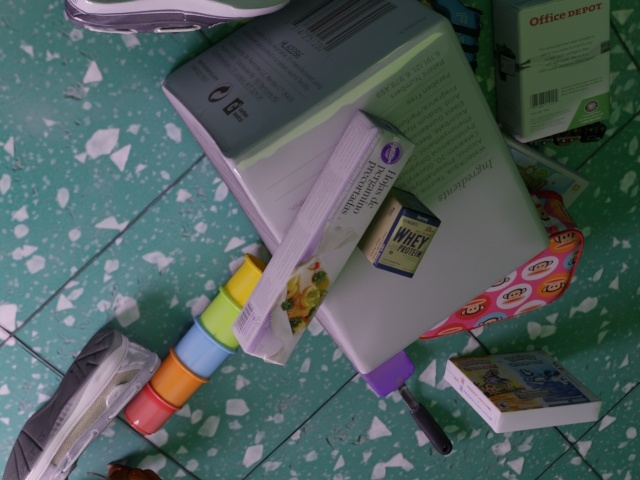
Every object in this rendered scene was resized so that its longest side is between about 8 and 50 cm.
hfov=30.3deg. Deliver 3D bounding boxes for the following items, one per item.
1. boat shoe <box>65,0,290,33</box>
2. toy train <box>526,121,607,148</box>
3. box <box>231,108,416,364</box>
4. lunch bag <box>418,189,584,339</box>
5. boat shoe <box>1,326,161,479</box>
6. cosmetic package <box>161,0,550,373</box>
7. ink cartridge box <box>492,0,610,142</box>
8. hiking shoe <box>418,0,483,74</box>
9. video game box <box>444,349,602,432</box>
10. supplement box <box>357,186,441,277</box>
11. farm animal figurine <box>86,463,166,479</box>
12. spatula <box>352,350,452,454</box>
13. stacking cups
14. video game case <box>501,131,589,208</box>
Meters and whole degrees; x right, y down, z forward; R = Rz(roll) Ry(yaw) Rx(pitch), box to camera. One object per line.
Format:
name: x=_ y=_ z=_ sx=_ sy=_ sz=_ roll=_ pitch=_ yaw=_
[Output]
boat shoe: x=-0.185 y=-0.320 z=1.554 sx=0.301 sy=0.108 sz=0.102 roll=-8 pitch=161 yaw=-18
toy train: x=0.399 y=-0.172 z=1.937 sx=0.158 sy=0.027 sz=0.036 roll=-6 pitch=128 yaw=-22
box: x=0.000 y=0.000 z=1.424 sx=0.063 sy=0.067 sz=0.324 roll=22 pitch=105 yaw=-31
lunch bag: x=0.264 y=0.055 z=1.896 sx=0.293 sy=0.120 sz=0.258 roll=-14 pitch=143 yaw=-11
boat shoe: x=-0.365 y=0.281 z=1.763 sx=0.103 sy=0.118 sz=0.320 roll=33 pitch=91 yaw=-29
cosmetic package: x=0.049 y=-0.107 z=1.626 sx=0.327 sy=0.329 sz=0.393 roll=-35 pitch=123 yaw=-5
ink cartridge box: x=0.357 y=-0.281 z=1.821 sx=0.160 sy=0.092 sz=0.219 roll=-16 pitch=120 yaw=-15
hiking shoe: x=0.199 y=-0.280 z=1.738 sx=0.132 sy=0.113 sz=0.304 roll=-35 pitch=124 yaw=-4
video game box: x=0.346 y=0.256 z=2.030 sx=0.205 sy=0.187 sz=0.048 roll=-3 pitch=112 yaw=-24
supplement box: x=0.091 y=-0.013 z=1.444 sx=0.056 sy=0.083 sz=0.083 roll=17 pitch=108 yaw=-29
farm animal figurine: x=-0.380 y=0.493 z=1.821 sx=0.327 sy=0.172 sz=0.330 roll=-31 pitch=137 yaw=-60
spatula: x=0.158 y=0.280 z=2.049 sx=0.084 sy=0.030 sz=0.296 roll=-39 pitch=124 yaw=-5
stacking cups: x=-0.180 y=0.166 z=1.800 sx=0.316 sy=0.096 sz=0.096 roll=-48 pitch=124 yaw=4
video game case: x=0.303 y=-0.065 z=1.919 sx=0.212 sy=0.023 sz=0.193 roll=23 pitch=118 yaw=-31
